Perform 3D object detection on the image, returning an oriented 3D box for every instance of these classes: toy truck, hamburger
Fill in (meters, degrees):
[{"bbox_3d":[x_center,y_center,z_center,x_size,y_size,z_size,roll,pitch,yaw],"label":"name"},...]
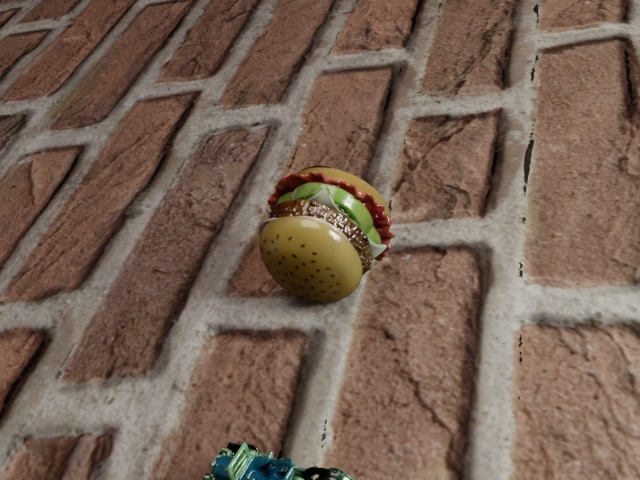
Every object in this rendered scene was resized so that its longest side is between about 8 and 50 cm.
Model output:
[{"bbox_3d":[-0.047,0.241,0.820,0.154,0.078,0.080,7,46,30],"label":"toy truck"},{"bbox_3d":[-0.003,0.000,1.034,0.175,0.175,0.137,7,51,30],"label":"hamburger"}]
